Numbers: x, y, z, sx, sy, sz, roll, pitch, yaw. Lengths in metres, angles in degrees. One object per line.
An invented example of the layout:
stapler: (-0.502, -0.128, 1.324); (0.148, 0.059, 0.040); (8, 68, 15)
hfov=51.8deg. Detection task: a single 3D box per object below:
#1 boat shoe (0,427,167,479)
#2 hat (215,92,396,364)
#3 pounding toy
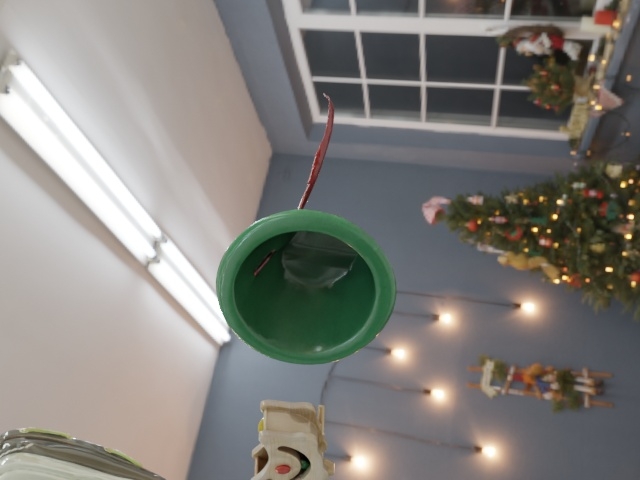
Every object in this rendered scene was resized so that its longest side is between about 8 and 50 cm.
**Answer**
boat shoe: (-0.258, 0.313, 0.811); (0.109, 0.305, 0.091); (-55, 28, 4)
hat: (0.000, 0.000, 0.707); (0.208, 0.173, 0.183); (-47, 15, 26)
pounding toy: (-0.067, 0.388, 1.287); (0.155, 0.154, 0.269); (-93, -8, -47)
